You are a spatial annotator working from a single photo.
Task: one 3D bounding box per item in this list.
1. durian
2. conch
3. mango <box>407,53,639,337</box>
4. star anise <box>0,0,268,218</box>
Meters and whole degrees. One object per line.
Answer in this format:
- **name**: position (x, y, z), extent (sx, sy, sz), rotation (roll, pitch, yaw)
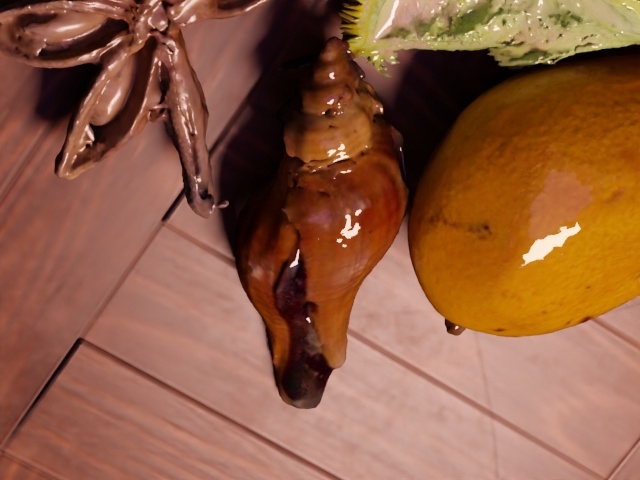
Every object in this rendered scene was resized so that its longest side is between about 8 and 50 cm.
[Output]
- **durian**: position (0.077, -0.131, 0.931), extent (0.215, 0.086, 0.100), rotation (-1, 112, 17)
- **conch**: position (-0.002, 0.000, 0.982), extent (0.086, 0.080, 0.233), rotation (13, 111, -11)
- **mango**: position (0.152, -0.034, 0.983), extent (0.227, 0.109, 0.147), rotation (-29, 113, 1)
- **star anise**: position (-0.096, -0.126, 0.925), extent (0.171, 0.063, 0.208), rotation (18, 111, -14)
